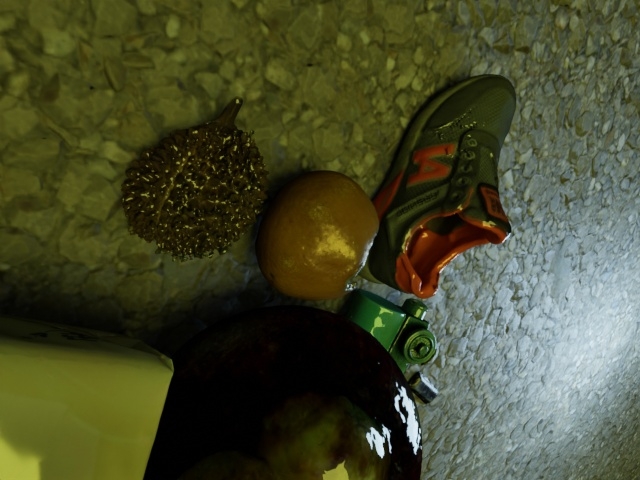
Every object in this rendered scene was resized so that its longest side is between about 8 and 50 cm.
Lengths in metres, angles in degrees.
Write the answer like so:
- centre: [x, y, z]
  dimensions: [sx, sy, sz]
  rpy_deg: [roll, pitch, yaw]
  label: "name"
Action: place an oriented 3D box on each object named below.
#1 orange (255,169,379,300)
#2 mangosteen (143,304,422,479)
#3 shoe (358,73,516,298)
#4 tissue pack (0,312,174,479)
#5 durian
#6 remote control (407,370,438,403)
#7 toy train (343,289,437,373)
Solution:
- centre: [0.000, 0.000, 0.483]
  dimensions: [0.156, 0.134, 0.156]
  rpy_deg: [-40, 154, -24]
  label: "orange"
- centre: [-0.045, 0.229, 0.450]
  dimensions: [0.330, 0.330, 0.330]
  rpy_deg: [-12, 116, -26]
  label: "mangosteen"
- centre: [0.180, -0.065, 0.543]
  dimensions: [0.132, 0.171, 0.336]
  rpy_deg: [31, 94, -36]
  label: "shoe"
- centre: [-0.356, 0.201, 0.276]
  dimensions: [0.405, 0.205, 0.332]
  rpy_deg: [22, 75, -38]
  label: "tissue pack"
- centre: [-0.112, -0.055, 0.425]
  dimensions: [0.148, 0.091, 0.188]
  rpy_deg: [18, 99, -35]
  label: "durian"
- centre: [0.199, 0.286, 0.804]
  dimensions: [0.039, 0.014, 0.096]
  rpy_deg: [-46, 127, -6]
  label: "remote control"
- centre: [0.068, 0.191, 0.642]
  dimensions: [0.159, 0.101, 0.248]
  rpy_deg: [22, 97, -22]
  label: "toy train"
